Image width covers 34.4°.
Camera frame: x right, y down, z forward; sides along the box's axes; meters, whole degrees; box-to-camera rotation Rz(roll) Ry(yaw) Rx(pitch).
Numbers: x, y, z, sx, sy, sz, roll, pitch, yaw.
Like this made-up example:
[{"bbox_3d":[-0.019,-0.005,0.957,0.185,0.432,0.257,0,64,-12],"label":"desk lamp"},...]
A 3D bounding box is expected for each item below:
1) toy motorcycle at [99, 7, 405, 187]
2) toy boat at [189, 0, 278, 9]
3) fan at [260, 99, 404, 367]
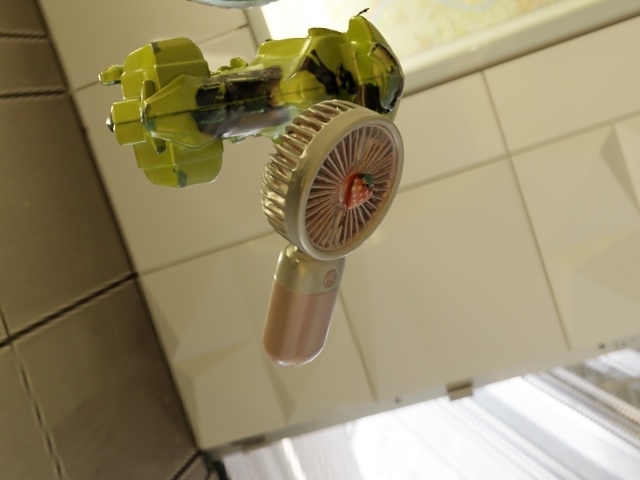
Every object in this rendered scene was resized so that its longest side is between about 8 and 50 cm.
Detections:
[{"bbox_3d":[-0.045,-0.147,1.061,0.342,0.206,0.142,-15,-90,-32],"label":"toy motorcycle"},{"bbox_3d":[-0.125,-0.409,1.538,0.079,0.207,0.134,162,101,-73],"label":"toy boat"},{"bbox_3d":[0.000,0.000,0.883,0.130,0.074,0.244,-17,-53,-47],"label":"fan"}]
